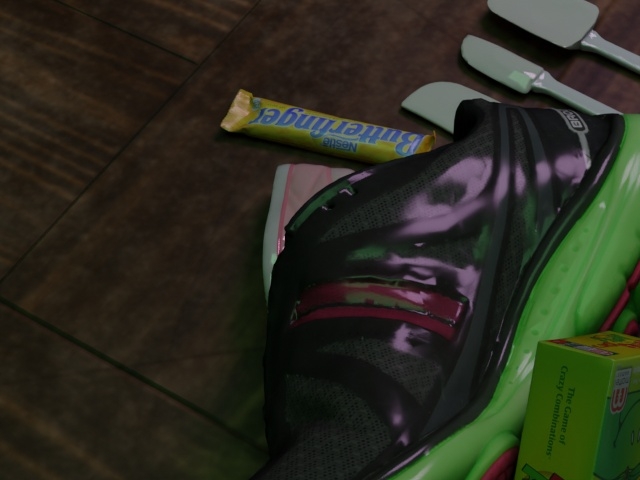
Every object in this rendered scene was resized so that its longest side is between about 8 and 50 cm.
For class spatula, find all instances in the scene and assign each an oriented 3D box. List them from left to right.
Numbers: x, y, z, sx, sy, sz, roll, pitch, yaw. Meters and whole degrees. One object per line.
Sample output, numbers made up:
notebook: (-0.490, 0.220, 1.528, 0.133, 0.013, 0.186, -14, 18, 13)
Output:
spatula: (0.206, -0.104, 0.955, 0.242, 0.019, 0.168, 29, 59, 21)

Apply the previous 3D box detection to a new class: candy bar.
candy bar: (0.008, -0.080, 0.942, 0.161, 0.018, 0.040, 14, 55, 12)

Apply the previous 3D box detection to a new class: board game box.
board game box: (0.136, 0.142, 0.667, 0.043, 0.092, 0.181, 13, 97, 34)

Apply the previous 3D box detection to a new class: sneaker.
sneaker: (0.000, 0.000, 0.863, 0.070, 0.051, 0.134, 0, 49, 8)
sneaker: (0.042, 0.080, 0.746, 0.202, 0.185, 0.483, 23, 47, 25)
